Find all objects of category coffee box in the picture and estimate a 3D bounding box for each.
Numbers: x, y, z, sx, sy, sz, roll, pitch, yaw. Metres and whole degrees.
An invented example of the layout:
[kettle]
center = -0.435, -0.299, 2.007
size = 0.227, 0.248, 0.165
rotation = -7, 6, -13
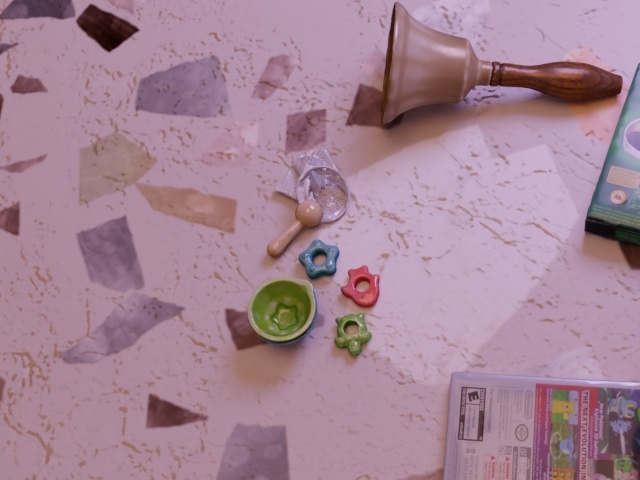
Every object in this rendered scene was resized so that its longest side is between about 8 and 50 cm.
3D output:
[coffee box]
center = 0.340, -0.080, 1.150
size = 0.113, 0.040, 0.184
rotation = 16, 69, 17

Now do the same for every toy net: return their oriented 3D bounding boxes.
[toy net]
center = 0.000, 0.000, 1.177
size = 0.122, 0.045, 0.232
rotation = 0, 65, 12

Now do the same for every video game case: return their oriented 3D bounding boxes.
[video game case]
center = 0.201, 0.220, 1.047
size = 0.183, 0.023, 0.201
rotation = 2, 65, 12

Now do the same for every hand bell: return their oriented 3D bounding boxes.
[hand bell]
center = 0.189, -0.172, 1.207
size = 0.242, 0.126, 0.126
rotation = 5, 66, -1

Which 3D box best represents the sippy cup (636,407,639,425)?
[sippy cup]
center = 0.411, 0.068, 0.962
size = 0.306, 0.240, 0.224
rotation = -16, 41, -10
